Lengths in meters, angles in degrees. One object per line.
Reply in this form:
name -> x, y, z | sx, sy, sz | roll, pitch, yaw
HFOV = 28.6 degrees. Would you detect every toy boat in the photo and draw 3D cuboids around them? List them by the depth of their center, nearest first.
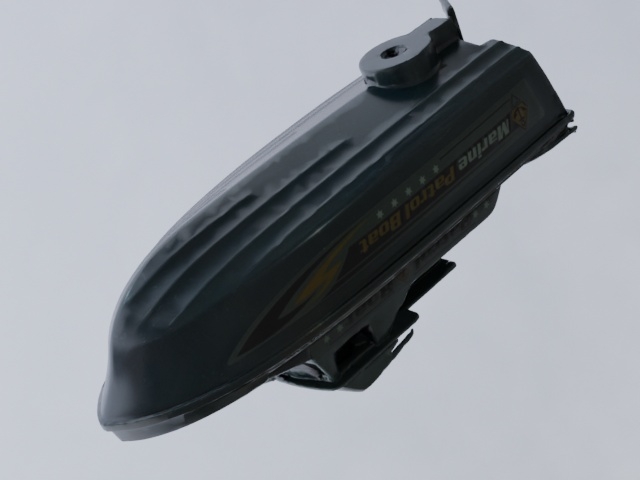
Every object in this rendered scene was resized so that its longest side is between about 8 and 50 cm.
toy boat -> 0.002, 0.002, 0.642 | 0.296, 0.114, 0.122 | -42, -59, -25
